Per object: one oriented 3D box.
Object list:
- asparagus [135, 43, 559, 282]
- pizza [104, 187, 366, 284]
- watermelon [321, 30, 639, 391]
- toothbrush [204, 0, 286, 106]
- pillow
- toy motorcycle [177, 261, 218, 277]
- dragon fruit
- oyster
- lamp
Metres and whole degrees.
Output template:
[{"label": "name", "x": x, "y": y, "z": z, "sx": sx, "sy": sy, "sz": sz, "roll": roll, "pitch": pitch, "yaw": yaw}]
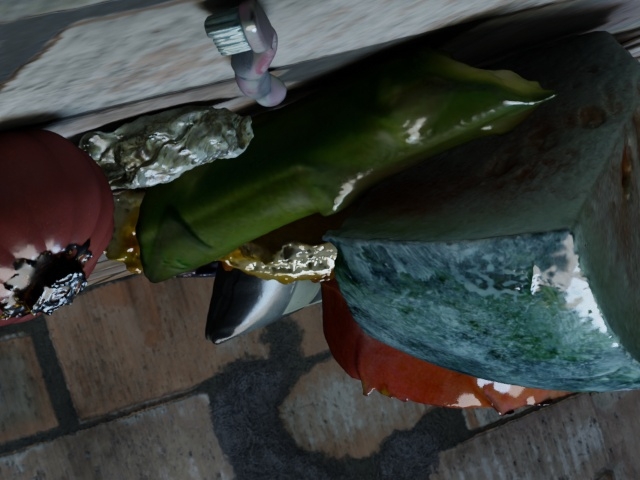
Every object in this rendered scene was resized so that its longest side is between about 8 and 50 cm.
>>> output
[{"label": "asparagus", "x": 0.000, "y": -0.055, "z": 1.045, "sx": 0.082, "sy": 0.085, "sz": 0.343, "roll": 1, "pitch": 160, "yaw": -46}, {"label": "pizza", "x": 0.000, "y": 0.000, "z": 1.363, "sx": 0.365, "sy": 0.074, "sz": 0.182, "roll": 1, "pitch": -168, "yaw": -21}, {"label": "watermelon", "x": 0.155, "y": -0.026, "z": 1.166, "sx": 0.228, "sy": 0.258, "sz": 0.387, "roll": 10, "pitch": 173, "yaw": 25}, {"label": "toothbrush", "x": -0.030, "y": -0.082, "z": 0.779, "sx": 0.027, "sy": 0.021, "sz": 0.269, "roll": -4, "pitch": 179, "yaw": 1}, {"label": "pillow", "x": -0.015, "y": 0.000, "z": 1.751, "sx": 0.106, "sy": 0.186, "sz": 0.250, "roll": 31, "pitch": -152, "yaw": 29}, {"label": "toy motorcycle", "x": -0.112, "y": -0.001, "z": 1.796, "sx": 0.122, "sy": 0.082, "sz": 0.213, "roll": -16, "pitch": 180, "yaw": 25}, {"label": "dragon fruit", "x": 0.140, "y": 0.000, "z": 1.602, "sx": 0.305, "sy": 0.226, "sz": 0.305, "roll": -2, "pitch": -148, "yaw": 1}, {"label": "oyster", "x": -0.101, "y": -0.047, "z": 0.966, "sx": 0.100, "sy": 0.037, "sz": 0.098, "roll": -17, "pitch": 178, "yaw": 29}, {"label": "lamp", "x": -0.153, "y": -0.006, "z": 0.840, "sx": 0.107, "sy": 0.092, "sz": 0.107, "roll": -34, "pitch": 156, "yaw": -17}]
